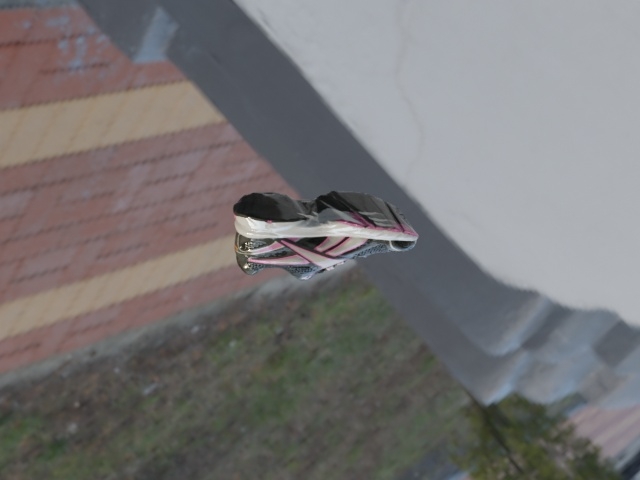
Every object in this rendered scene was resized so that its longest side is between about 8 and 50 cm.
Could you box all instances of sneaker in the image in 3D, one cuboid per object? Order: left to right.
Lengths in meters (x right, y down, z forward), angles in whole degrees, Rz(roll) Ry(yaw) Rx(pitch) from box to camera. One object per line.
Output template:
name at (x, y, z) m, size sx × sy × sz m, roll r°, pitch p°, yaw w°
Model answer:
sneaker at (0.000, 0.000, 1.177) m, size 0.178 × 0.072 × 0.077 m, roll 4°, pitch 120°, yaw -14°
